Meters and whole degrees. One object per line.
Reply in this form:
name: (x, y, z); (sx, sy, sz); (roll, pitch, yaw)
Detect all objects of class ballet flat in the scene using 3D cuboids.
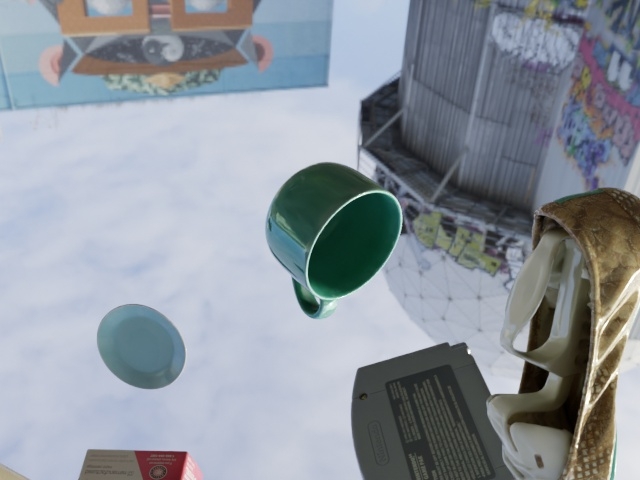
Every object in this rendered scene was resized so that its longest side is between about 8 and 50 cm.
ballet flat: (0.124, 0.072, 0.365); (0.067, 0.206, 0.073); (5, -175, -16)

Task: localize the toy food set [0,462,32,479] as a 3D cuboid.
toy food set: (-0.370, 0.275, 0.534); (0.220, 0.092, 0.306); (42, -153, -22)

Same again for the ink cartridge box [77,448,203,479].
ink cartridge box: (-0.292, 0.448, 1.023); (0.172, 0.100, 0.237); (-2, -131, 9)

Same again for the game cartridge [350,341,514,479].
game cartridge: (0.143, 0.262, 0.891); (0.198, 0.062, 0.297); (-20, -148, 5)

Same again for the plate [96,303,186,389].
plate: (-0.348, 0.207, 1.330); (0.188, 0.188, 0.024); (9, -159, 8)

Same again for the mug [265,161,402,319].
mug: (-0.002, -0.006, 0.714); (0.157, 0.129, 0.097); (-52, -128, 2)
